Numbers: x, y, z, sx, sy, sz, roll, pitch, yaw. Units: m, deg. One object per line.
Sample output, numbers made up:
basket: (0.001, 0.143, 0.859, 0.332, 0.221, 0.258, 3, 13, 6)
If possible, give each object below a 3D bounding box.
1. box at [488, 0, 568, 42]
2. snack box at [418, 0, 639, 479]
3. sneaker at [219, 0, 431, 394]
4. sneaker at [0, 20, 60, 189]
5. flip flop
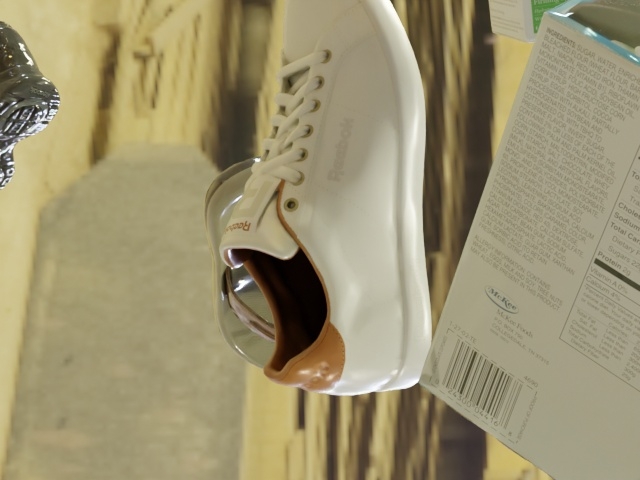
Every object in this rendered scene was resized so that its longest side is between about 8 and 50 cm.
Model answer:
box: (0.207, -0.227, 1.272, 0.102, 0.101, 0.087, -133, -147, -72)
snack box: (0.197, 0.061, 0.525, 0.060, 0.322, 0.187, -30, 145, -44)
sneaker: (-0.004, -0.046, 0.923, 0.123, 0.106, 0.290, -2, 80, -32)
sneaker: (-0.395, -0.137, 1.641, 0.109, 0.286, 0.130, -4, 62, -48)
flip flop: (-0.032, 0.038, 1.237, 0.080, 0.112, 0.277, 55, -17, 35)
